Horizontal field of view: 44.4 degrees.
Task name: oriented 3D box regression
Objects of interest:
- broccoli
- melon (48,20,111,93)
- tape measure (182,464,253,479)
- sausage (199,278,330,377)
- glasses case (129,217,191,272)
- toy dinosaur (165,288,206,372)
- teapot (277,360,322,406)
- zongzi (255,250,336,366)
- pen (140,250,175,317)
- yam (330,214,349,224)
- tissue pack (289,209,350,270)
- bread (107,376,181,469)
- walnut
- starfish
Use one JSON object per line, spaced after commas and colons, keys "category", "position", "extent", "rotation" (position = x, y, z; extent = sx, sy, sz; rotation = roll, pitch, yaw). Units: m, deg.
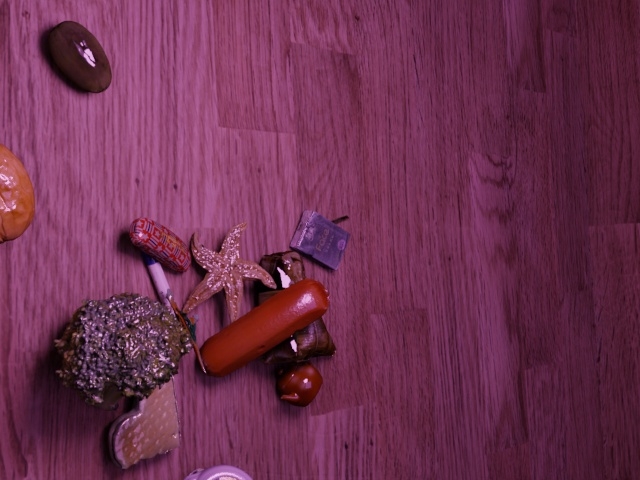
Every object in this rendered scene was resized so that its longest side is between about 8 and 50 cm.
{"category": "broccoli", "position": [-0.405, 0.217, 1.593], "extent": [0.288, 0.260, 0.235], "rotation": [2, 71, -44]}
{"category": "melon", "position": [-0.501, -0.383, 1.645], "extent": [0.099, 0.099, 0.162], "rotation": [-49, 117, -33]}
{"category": "tape measure", "position": [-0.225, 0.612, 1.787], "extent": [0.178, 0.105, 0.196], "rotation": [-2, 63, -21]}
{"category": "sausage", "position": [-0.134, 0.204, 1.822], "extent": [0.097, 0.348, 0.094], "rotation": [57, 0, 21]}
{"category": "glasses case", "position": [-0.349, 0.007, 1.746], "extent": [0.194, 0.049, 0.073], "rotation": [42, 40, -53]}
{"category": "toy dinosaur", "position": [-0.296, 0.198, 1.739], "extent": [0.106, 0.044, 0.187], "rotation": [71, 3, -68]}
{"category": "teapot", "position": [-0.061, 0.353, 1.987], "extent": [0.116, 0.116, 0.173], "rotation": [58, 28, -23]}
{"category": "zongzi", "position": [-0.046, 0.176, 2.006], "extent": [0.288, 0.134, 0.286], "rotation": [10, 74, -56]}
{"category": "pen", "position": [-0.354, 0.119, 1.781], "extent": [0.033, 0.033, 0.269], "rotation": [-29, 107, -40]}
{"category": "yam", "position": [0.039, -0.051, 2.160], "extent": [0.107, 0.014, 0.014], "rotation": [-23, 102, -39]}
{"category": "tissue pack", "position": [0.000, 0.000, 2.092], "extent": [0.156, 0.051, 0.112], "rotation": [30, 76, -37]}
{"category": "bread", "position": [-0.370, 0.399, 1.722], "extent": [0.172, 0.064, 0.232], "rotation": [42, 62, -32]}
{"category": "walnut", "position": [-0.625, -0.092, 1.474], "extent": [0.159, 0.159, 0.207], "rotation": [-31, 108, -39]}
{"category": "starfish", "position": [-0.219, 0.077, 1.853], "extent": [0.236, 0.062, 0.277], "rotation": [35, 69, -11]}
